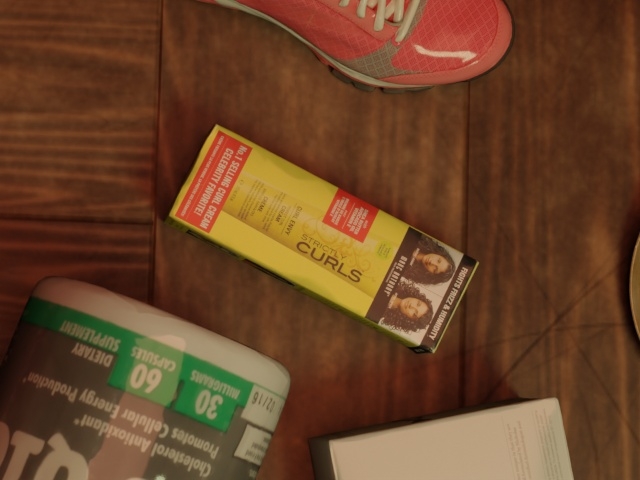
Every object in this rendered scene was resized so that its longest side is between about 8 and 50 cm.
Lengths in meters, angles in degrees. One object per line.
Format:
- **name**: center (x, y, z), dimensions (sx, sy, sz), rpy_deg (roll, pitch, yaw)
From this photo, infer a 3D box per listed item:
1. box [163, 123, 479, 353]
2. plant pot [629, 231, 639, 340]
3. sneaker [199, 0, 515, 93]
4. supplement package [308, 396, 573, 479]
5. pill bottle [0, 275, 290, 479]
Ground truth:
- **box**: center (0.000, 0.000, 1.449), dimensions (0.232, 0.058, 0.087), rpy_deg (28, 82, -6)
- **plant pot**: center (0.367, 0.037, 1.486), dimensions (0.236, 0.032, 0.236), rpy_deg (0, 89, 14)
- **sneaker**: center (0.006, -0.198, 1.428), dimensions (0.314, 0.136, 0.116), rpy_deg (19, 84, -7)
- **supplement package**: center (0.093, 0.185, 1.426), dimensions (0.179, 0.105, 0.105), rpy_deg (-10, 87, -11)
- **pill bottle**: center (-0.174, 0.224, 1.329), dimensions (0.204, 0.204, 0.361), rpy_deg (22, 82, -7)
